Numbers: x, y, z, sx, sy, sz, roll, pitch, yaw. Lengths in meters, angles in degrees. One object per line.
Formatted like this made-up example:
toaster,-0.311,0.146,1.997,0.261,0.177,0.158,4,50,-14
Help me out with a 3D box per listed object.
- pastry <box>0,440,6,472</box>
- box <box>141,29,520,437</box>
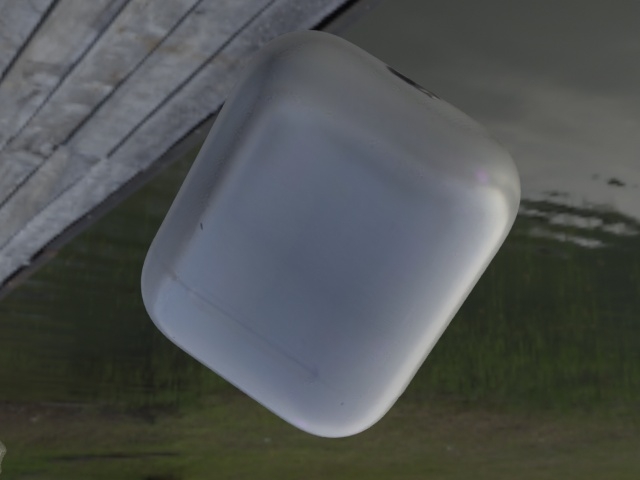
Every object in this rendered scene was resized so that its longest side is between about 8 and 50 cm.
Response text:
pastry,-0.220,0.078,0.255,0.265,0.265,0.133,14,131,-35
box,0.000,0.000,0.909,0.288,0.349,0.141,33,-159,6
